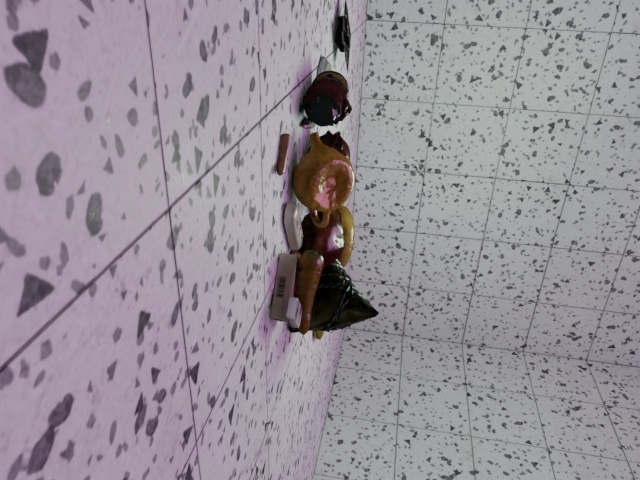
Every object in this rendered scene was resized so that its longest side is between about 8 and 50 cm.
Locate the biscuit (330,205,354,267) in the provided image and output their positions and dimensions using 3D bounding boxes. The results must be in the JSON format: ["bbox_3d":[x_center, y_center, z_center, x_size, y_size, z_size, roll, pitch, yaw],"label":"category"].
[{"bbox_3d":[0.080,-0.013,2.322,0.296,0.102,0.296,-177,-90,-74],"label":"biscuit"}]

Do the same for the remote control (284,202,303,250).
[{"bbox_3d":[-0.082,-0.041,1.642,0.221,0.042,0.078,82,16,-60],"label":"remote control"}]

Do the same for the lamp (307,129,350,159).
[{"bbox_3d":[0.019,-0.277,1.828,0.223,0.151,0.215,-52,163,-63],"label":"lamp"}]

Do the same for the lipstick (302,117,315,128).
[{"bbox_3d":[-0.041,-0.381,1.709,0.129,0.030,0.030,-63,159,-68],"label":"lipstick"}]

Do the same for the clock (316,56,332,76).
[{"bbox_3d":[0.025,-0.566,1.961,0.236,0.053,0.236,7,90,-83],"label":"clock"}]

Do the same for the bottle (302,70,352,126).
[{"bbox_3d":[0.026,-0.443,1.682,0.271,0.156,0.143,-80,166,-56],"label":"bottle"}]

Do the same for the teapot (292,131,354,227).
[{"bbox_3d":[-0.007,-0.191,1.669,0.167,0.203,0.311,35,-47,48],"label":"teapot"}]

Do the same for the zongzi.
[{"bbox_3d":[0.011,0.147,1.952,0.383,0.319,0.362,-115,-165,-75],"label":"zongzi"}]

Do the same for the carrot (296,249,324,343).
[{"bbox_3d":[-0.043,0.175,1.595,0.078,0.078,0.298,-51,149,-76],"label":"carrot"}]

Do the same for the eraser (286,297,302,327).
[{"bbox_3d":[-0.076,0.212,1.525,0.105,0.026,0.065,77,19,-63],"label":"eraser"}]

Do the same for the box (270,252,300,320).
[{"bbox_3d":[-0.101,0.149,1.605,0.141,0.058,0.201,64,33,-75],"label":"box"}]

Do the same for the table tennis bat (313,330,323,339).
[{"bbox_3d":[0.009,0.397,2.638,0.368,0.054,0.224,63,33,-68],"label":"table tennis bat"}]

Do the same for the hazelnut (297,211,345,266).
[{"bbox_3d":[0.000,0.000,1.816,0.178,0.178,0.203,-34,130,-80],"label":"hazelnut"}]

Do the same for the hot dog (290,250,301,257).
[{"bbox_3d":[-0.082,0.136,1.777,0.066,0.047,0.215,-63,158,-61],"label":"hot dog"}]

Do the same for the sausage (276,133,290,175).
[{"bbox_3d":[-0.102,-0.233,1.417,0.026,0.026,0.116,48,49,-79],"label":"sausage"}]

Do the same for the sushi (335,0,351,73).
[{"bbox_3d":[0.088,-0.865,2.205,0.219,0.047,0.231,70,23,-63],"label":"sushi"}]
